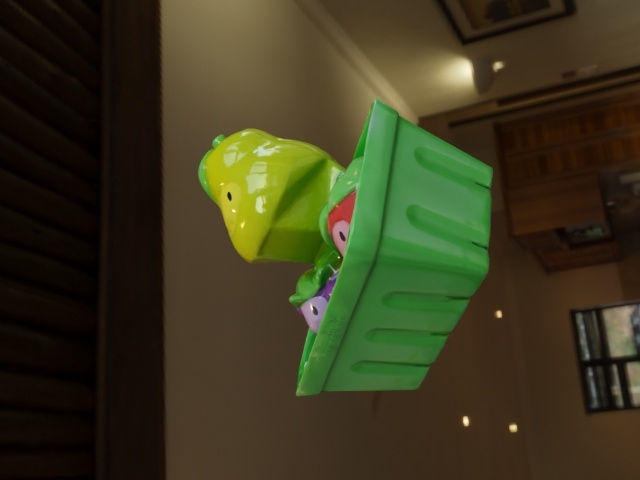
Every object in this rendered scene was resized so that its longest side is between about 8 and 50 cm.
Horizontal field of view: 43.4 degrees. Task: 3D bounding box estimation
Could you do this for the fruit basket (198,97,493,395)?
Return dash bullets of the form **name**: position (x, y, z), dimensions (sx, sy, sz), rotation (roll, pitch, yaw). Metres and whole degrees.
- **fruit basket**: position (0.000, 0.000, 1.030), dimensions (0.392, 0.392, 0.283), rotation (58, -147, -41)
